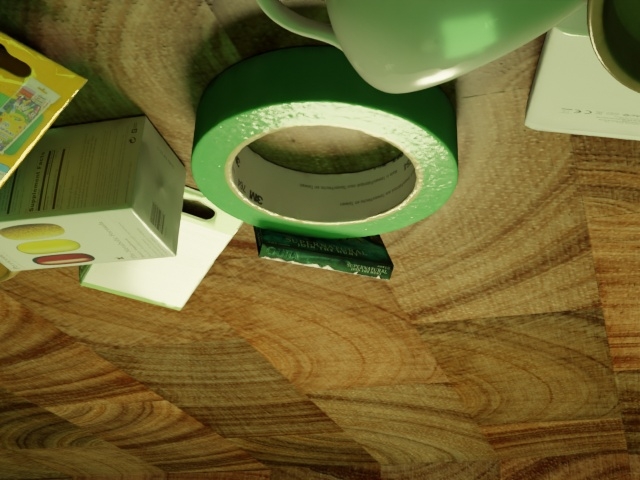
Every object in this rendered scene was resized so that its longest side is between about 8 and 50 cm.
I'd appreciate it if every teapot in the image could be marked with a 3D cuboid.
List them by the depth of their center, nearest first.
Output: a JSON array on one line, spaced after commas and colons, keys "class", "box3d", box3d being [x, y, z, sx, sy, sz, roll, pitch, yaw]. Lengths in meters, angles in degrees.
[{"class": "teapot", "box3d": [0.093, -0.247, 0.747, 0.187, 0.256, 0.252, 57, 169, -18]}]

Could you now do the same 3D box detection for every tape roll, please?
[{"class": "tape roll", "box3d": [0.006, -0.106, 1.153, 0.321, 0.077, 0.321, 2, 152, 1]}]

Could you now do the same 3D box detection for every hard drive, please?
[{"class": "hard drive", "box3d": [0.318, -0.156, 0.927, 0.210, 0.040, 0.319, 7, 173, 9]}]

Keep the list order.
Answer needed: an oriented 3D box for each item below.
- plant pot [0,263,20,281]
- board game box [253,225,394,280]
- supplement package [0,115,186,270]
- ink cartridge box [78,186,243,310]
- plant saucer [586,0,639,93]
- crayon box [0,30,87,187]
[{"class": "plant pot", "box3d": [-0.581, 0.020, 1.501, 0.236, 0.032, 0.236, 2, 152, 1]}, {"class": "board game box", "box3d": [0.000, 0.000, 1.321, 0.186, 0.126, 0.026, 10, 116, -15]}, {"class": "supplement package", "box3d": [-0.314, -0.055, 1.216, 0.244, 0.134, 0.139, -6, 152, 16]}, {"class": "ink cartridge box", "box3d": [-0.231, -0.005, 1.402, 0.171, 0.056, 0.235, 19, 125, -29]}, {"class": "plant saucer", "box3d": [0.317, -0.201, 0.653, 0.277, 0.041, 0.278, -6, 145, -4]}, {"class": "crayon box", "box3d": [-0.435, -0.129, 1.045, 0.203, 0.083, 0.323, 28, 118, -39]}]
